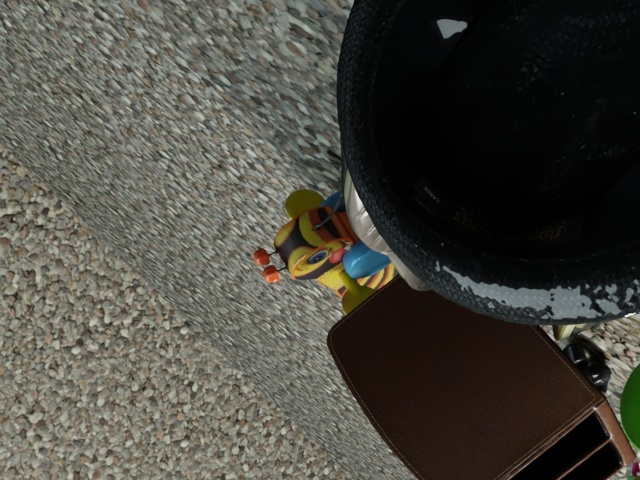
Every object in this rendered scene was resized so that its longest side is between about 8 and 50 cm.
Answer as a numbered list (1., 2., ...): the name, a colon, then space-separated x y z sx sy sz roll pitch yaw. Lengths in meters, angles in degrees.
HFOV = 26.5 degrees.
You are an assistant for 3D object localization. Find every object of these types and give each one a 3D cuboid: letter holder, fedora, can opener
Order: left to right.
1. letter holder: 0.171 0.179 1.555 0.302 0.214 0.152 51 178 41
2. can opener: 0.334 0.182 1.707 0.059 0.073 0.186 -7 158 7
3. fedora: 0.181 -0.103 0.876 0.334 0.334 0.152 30 -166 23

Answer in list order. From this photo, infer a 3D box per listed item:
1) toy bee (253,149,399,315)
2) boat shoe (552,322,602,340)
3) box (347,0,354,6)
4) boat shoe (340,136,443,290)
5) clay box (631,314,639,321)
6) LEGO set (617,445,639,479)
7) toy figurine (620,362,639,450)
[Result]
1. toy bee: 0.000 0.000 1.662 0.298 0.162 0.195 60 -179 -43
2. boat shoe: 0.279 0.058 1.401 0.073 0.080 0.223 0 166 6
3. box: -0.001 -0.257 1.001 0.322 0.058 0.232 44 -177 -28
4. boat shoe: 0.074 -0.063 1.358 0.130 0.132 0.355 58 178 26
5. clay box: 0.352 0.073 1.246 0.127 0.053 0.222 22 179 43
6. LEGO set: 0.453 0.272 1.674 0.132 0.107 0.287 5 170 -21
7. toy figurine: 0.437 0.194 1.456 0.173 0.130 0.159 -15 145 40
